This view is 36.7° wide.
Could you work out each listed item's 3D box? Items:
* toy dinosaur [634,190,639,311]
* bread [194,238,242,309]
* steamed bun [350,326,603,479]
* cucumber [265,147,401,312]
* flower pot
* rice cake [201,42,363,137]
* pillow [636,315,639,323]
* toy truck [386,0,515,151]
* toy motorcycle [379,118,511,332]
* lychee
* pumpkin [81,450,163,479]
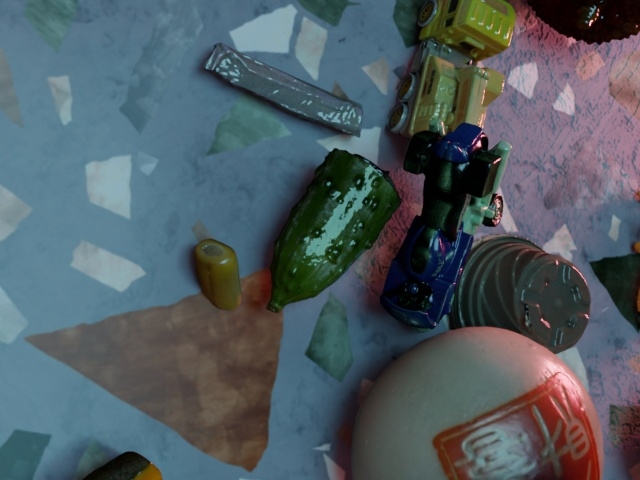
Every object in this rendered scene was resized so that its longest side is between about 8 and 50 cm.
[{"bbox_3d":[0.618,-0.012,1.717,0.117,0.070,0.288,8,86,-28],"label":"toy dinosaur"},{"bbox_3d":[-0.141,0.047,1.306,0.062,0.103,0.049,24,54,20],"label":"bread"},{"bbox_3d":[0.232,0.310,1.336,0.374,0.241,0.374,-2,97,-18],"label":"steamed bun"},{"bbox_3d":[-0.001,-0.001,1.342,0.134,0.134,0.244,40,74,-20],"label":"cucumber"},{"bbox_3d":[0.325,0.098,1.502,0.235,0.140,0.235,3,83,-26],"label":"flower pot"},{"bbox_3d":[-0.045,-0.213,1.380,0.270,0.049,0.055,18,98,-26],"label":"rice cake"},{"bbox_3d":[0.652,0.081,1.707,0.208,0.119,0.053,-29,56,-26],"label":"pillow"},{"bbox_3d":[0.211,-0.255,1.463,0.124,0.157,0.272,23,75,-26],"label":"toy truck"},{"bbox_3d":[0.169,-0.003,1.366,0.196,0.125,0.331,-33,139,-54],"label":"toy motorcycle"},{"bbox_3d":[0.458,-0.459,1.555,0.276,0.276,0.304,30,62,-23],"label":"lychee"},{"bbox_3d":[-0.217,0.358,1.197,0.131,0.126,0.248,-53,129,-30],"label":"pumpkin"}]
